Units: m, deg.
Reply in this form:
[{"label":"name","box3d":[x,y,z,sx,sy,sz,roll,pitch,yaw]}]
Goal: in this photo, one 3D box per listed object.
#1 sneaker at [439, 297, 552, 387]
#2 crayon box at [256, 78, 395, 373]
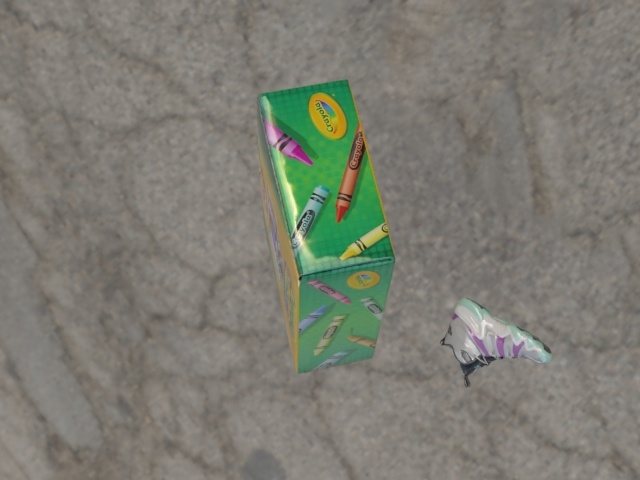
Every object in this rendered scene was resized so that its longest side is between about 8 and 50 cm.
[{"label":"sneaker","box3d":[0.147,0.100,0.946,0.098,0.069,0.038,31,-176,36]},{"label":"crayon box","box3d":[0.000,0.000,0.983,0.278,0.081,0.165,94,164,-67]}]
